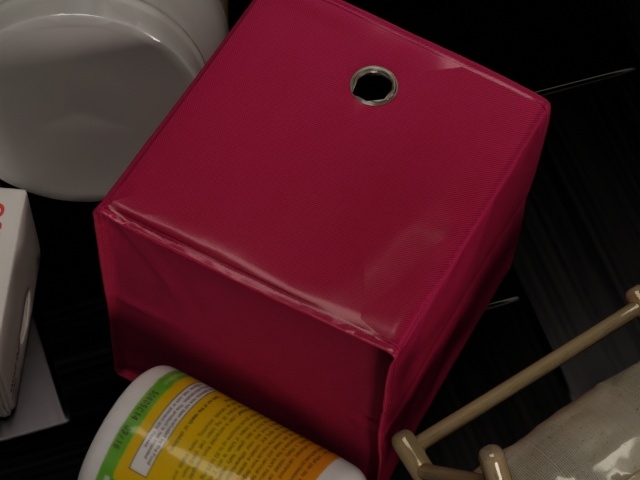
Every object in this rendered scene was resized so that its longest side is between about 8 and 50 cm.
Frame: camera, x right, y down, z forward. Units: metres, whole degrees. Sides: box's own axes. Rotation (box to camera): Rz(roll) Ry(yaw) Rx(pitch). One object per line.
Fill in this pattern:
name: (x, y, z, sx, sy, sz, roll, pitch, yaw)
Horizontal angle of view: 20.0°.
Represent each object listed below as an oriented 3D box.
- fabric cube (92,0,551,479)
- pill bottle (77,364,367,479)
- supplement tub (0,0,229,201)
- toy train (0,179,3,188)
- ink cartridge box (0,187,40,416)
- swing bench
fabric cube: (0.000, 0.000, 1.430, 0.254, 0.259, 0.258, 26, 60, 13)
pill bottle: (-0.048, 0.206, 1.365, 0.245, 0.136, 0.136, 27, 60, 15)
supplement tub: (-0.198, -0.220, 1.551, 0.241, 0.241, 0.331, 0, 47, -2)
toy train: (-0.313, -0.092, 1.618, 0.036, 0.027, 0.158, -10, 57, -21)
ink cartridge box: (-0.361, 0.043, 1.483, 0.237, 0.100, 0.172, 4, 57, 0)
swing bench: (0.235, 0.200, 1.347, 0.253, 0.165, 0.255, -29, 100, -20)
